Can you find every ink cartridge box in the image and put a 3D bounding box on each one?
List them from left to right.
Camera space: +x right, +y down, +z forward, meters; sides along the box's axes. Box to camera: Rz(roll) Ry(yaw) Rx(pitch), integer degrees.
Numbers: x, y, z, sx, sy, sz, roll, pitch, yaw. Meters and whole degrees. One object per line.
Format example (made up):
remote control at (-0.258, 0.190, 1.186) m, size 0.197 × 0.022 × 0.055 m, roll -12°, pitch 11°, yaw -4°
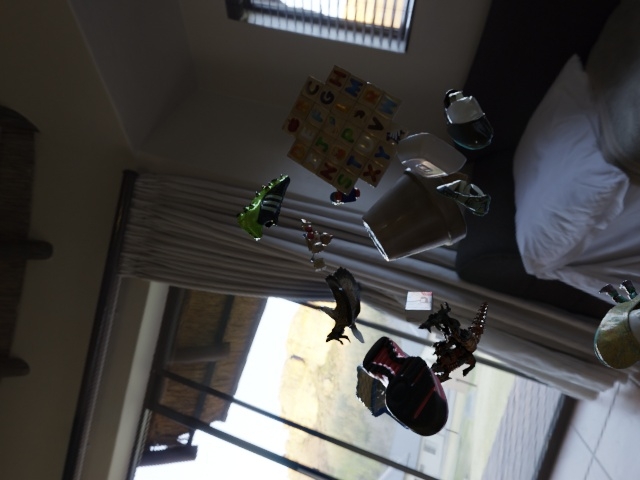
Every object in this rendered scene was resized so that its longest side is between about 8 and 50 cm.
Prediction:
ink cartridge box at (0.427, 0.285, 1.782) m, size 0.150 × 0.109 × 0.063 m, roll -56°, pitch -40°, yaw -62°
ink cartridge box at (0.473, -0.258, 1.731) m, size 0.193 × 0.234 × 0.088 m, roll -44°, pitch -32°, yaw -78°

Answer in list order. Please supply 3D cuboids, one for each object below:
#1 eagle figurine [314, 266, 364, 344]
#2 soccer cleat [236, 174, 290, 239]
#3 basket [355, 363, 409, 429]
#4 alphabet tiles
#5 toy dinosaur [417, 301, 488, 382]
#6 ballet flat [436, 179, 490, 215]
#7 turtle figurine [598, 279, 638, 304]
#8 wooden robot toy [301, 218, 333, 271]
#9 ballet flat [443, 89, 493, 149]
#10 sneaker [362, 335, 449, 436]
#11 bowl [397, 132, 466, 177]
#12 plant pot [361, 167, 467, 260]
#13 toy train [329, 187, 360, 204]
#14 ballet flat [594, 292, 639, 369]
eagle figurine at (0.089, 0.283, 1.753) m, size 0.226 × 0.225 × 0.299 m, roll 28°, pitch 105°, yaw 58°
soccer cleat at (-0.110, -0.073, 0.881) m, size 0.072 × 0.060 × 0.179 m, roll 52°, pitch -133°, yaw -20°
basket at (0.300, 0.660, 1.832) m, size 0.201 × 0.288 × 0.255 m, roll -13°, pitch -64°, yaw -37°
alphabet tiles at (0.057, -0.304, 1.141) m, size 0.285 × 0.342 × 0.011 m, roll -59°, pitch -20°, yaw 14°
toy dinosaur at (0.466, 0.340, 1.443) m, size 0.322 × 0.218 × 0.164 m, roll -39°, pitch -15°, yaw -33°
ballet flat at (0.396, -0.131, 1.141) m, size 0.070 × 0.188 × 0.070 m, roll -14°, pitch -58°, yaw -23°
turtle figurine at (1.082, 0.250, 1.418) m, size 0.118 × 0.175 × 0.234 m, roll 106°, pitch 158°, yaw -48°
wooden robot toy at (0.000, 0.000, 1.174) m, size 0.076 × 0.078 × 0.173 m, roll 90°, pitch 164°, yaw -52°
ballet flat at (0.357, -0.320, 1.052) m, size 0.281 × 0.095 × 0.096 m, roll -88°, pitch -23°, yaw -59°
sneaker at (0.200, 0.302, 0.859) m, size 0.116 × 0.136 × 0.314 m, roll -52°, pitch 13°, yaw 0°
bowl at (0.264, -0.199, 1.016) m, size 0.053 × 0.142 × 0.142 m, roll -68°, pitch 22°, yaw -6°
plant pot at (0.316, -0.074, 1.494) m, size 0.280 × 0.323 × 0.323 m, roll -32°, pitch -17°, yaw 1°
toy train at (0.077, -0.273, 1.746) m, size 0.143 × 0.105 × 0.248 m, roll 169°, pitch 90°, yaw -70°
ballet flat at (0.768, 0.185, 0.967) m, size 0.348 × 0.123 × 0.123 m, roll -19°, pitch -47°, yaw -31°
